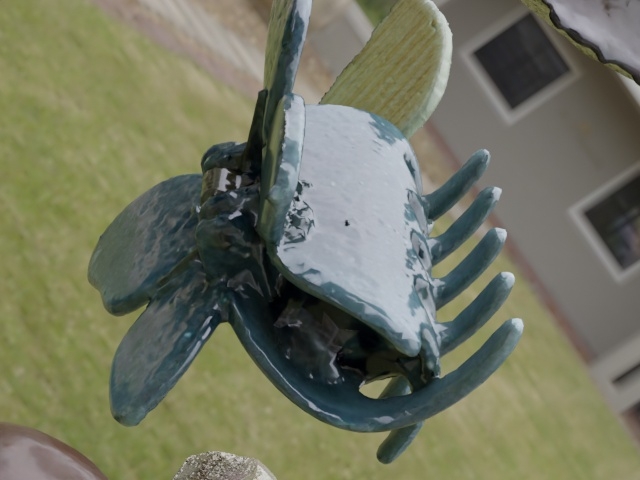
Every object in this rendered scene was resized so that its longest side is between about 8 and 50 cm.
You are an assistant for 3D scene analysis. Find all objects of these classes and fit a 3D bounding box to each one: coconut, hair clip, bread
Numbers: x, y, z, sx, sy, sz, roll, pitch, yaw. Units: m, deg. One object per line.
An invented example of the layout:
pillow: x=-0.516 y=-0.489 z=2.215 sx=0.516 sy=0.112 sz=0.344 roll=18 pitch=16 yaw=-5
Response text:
coconut: x=-0.089 y=0.237 z=1.350 sx=0.110 sy=0.110 sz=0.124 roll=54 pitch=42 yaw=-13
hair clip: x=0.000 y=0.000 z=1.279 sx=0.238 sy=0.392 sz=0.318 roll=26 pitch=29 yaw=-18
bread: x=0.060 y=-0.124 z=1.451 sx=0.112 sy=0.193 sz=0.036 roll=35 pitch=-3 yaw=46

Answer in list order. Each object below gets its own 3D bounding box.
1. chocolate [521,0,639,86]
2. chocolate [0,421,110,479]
chocolate: x=0.116 y=-0.221 z=1.062 sx=0.321 sy=0.112 sz=0.112 roll=33 pitch=1 yaw=-23
chocolate: x=-0.145 y=0.146 z=0.781 sx=0.127 sy=0.133 sz=0.124 roll=31 pitch=55 yaw=-53
